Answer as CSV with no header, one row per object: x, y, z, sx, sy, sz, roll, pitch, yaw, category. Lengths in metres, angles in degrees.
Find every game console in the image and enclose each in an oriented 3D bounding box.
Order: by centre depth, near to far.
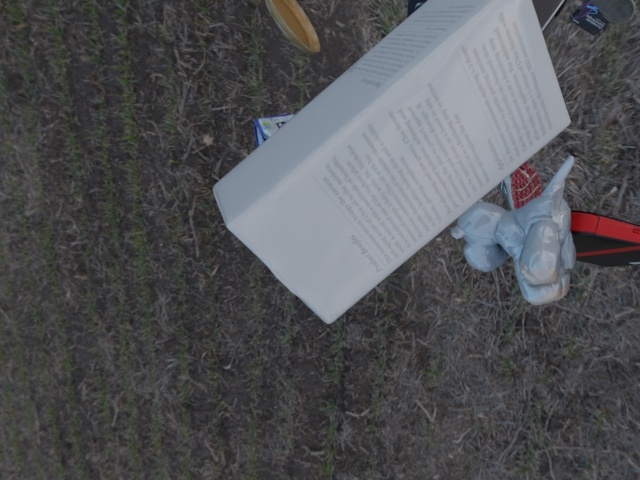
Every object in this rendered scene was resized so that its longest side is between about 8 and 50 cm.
0.714,0.004,1.131,0.343,0.386,0.060,11,85,2,game console

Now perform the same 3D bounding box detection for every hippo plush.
0.409,0.001,0.953,0.237,0.234,0.294,6,129,39,hippo plush

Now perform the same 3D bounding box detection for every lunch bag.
-0.099,-0.256,1.143,0.096,0.129,0.151,-5,100,63,lunch bag

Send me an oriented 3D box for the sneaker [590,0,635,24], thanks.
0.711,-0.658,1.094,0.222,0.118,0.083,46,137,-17,sneaker

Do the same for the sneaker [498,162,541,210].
0.609,-0.219,1.387,0.121,0.112,0.298,-26,102,-13,sneaker

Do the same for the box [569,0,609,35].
0.971,-0.802,1.492,0.116,0.029,0.162,25,153,-10,box

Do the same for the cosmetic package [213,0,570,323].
0.097,-0.122,0.621,0.453,0.161,0.230,-40,123,2,cosmetic package

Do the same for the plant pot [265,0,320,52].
-0.086,-0.643,1.256,0.033,0.236,0.236,-28,92,29,plant pot

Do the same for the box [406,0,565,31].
0.417,-0.580,1.143,0.343,0.312,0.178,35,86,13,box

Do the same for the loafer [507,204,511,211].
0.742,-0.103,1.634,0.056,0.050,0.147,-33,110,-1,loafer
